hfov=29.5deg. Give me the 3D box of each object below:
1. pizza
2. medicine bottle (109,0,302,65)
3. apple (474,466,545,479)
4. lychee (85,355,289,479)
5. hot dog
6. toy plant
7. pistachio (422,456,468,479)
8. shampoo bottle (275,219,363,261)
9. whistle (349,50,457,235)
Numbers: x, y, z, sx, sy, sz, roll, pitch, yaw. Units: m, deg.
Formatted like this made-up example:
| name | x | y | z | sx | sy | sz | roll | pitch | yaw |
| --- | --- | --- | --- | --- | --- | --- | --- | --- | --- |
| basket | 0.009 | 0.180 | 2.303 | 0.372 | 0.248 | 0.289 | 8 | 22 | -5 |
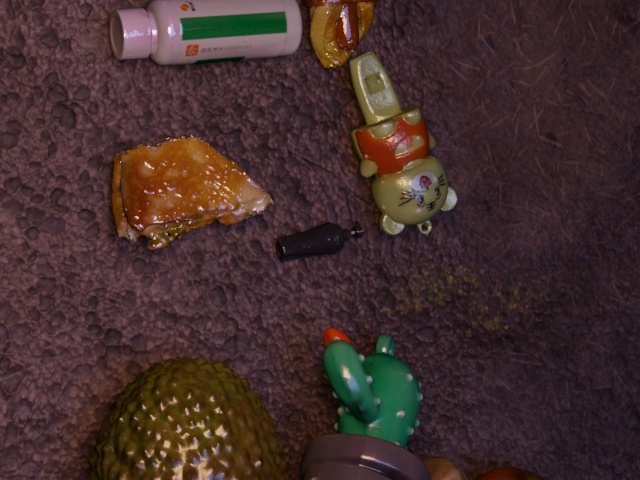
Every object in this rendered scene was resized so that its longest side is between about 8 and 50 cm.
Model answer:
| name | x | y | z | sx | sy | sz | roll | pitch | yaw |
| --- | --- | --- | --- | --- | --- | --- | --- | --- | --- |
| pizza | -0.190 | -0.070 | 1.683 | 0.226 | 0.069 | 0.147 | -17 | 79 | -28 |
| medicine bottle | -0.157 | -0.291 | 1.670 | 0.260 | 0.095 | 0.095 | -8 | 96 | -28 |
| apple | 0.289 | 0.442 | 1.889 | 0.195 | 0.160 | 0.173 | 11 | 96 | -52 |
| lychee | -0.170 | 0.316 | 1.599 | 0.270 | 0.270 | 0.319 | -11 | 113 | -26 |
| hot dog | 0.030 | -0.385 | 1.759 | 0.123 | 0.093 | 0.261 | -14 | 99 | -25 |
| toy plant | 0.062 | 0.299 | 1.705 | 0.279 | 0.185 | 0.400 | 44 | 46 | -28 |
| pistachio | 0.161 | 0.399 | 1.829 | 0.108 | 0.185 | 0.126 | 45 | 42 | 15 |
| shampoo bottle | 0.000 | 0.000 | 1.799 | 0.137 | 0.027 | 0.048 | -13 | 100 | -26 |
| whistle | 0.112 | -0.139 | 1.804 | 0.131 | 0.106 | 0.288 | -24 | 103 | -17 |
